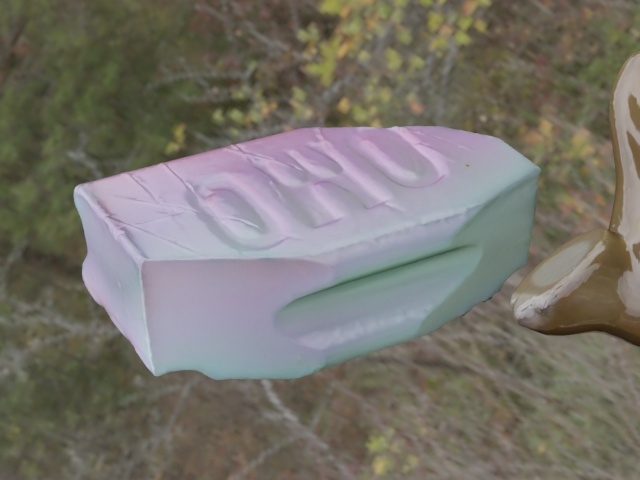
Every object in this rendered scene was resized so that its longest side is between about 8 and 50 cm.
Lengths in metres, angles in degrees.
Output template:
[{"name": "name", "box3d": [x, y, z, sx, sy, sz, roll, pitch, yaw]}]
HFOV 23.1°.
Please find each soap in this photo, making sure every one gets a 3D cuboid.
[{"name": "soap", "box3d": [0.000, 0.000, 1.182, 0.193, 0.324, 0.109, 45, 142, 47]}]

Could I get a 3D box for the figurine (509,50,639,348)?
[{"name": "figurine", "box3d": [0.217, -0.013, 0.714, 0.173, 0.247, 0.177, -84, 18, -47]}]
